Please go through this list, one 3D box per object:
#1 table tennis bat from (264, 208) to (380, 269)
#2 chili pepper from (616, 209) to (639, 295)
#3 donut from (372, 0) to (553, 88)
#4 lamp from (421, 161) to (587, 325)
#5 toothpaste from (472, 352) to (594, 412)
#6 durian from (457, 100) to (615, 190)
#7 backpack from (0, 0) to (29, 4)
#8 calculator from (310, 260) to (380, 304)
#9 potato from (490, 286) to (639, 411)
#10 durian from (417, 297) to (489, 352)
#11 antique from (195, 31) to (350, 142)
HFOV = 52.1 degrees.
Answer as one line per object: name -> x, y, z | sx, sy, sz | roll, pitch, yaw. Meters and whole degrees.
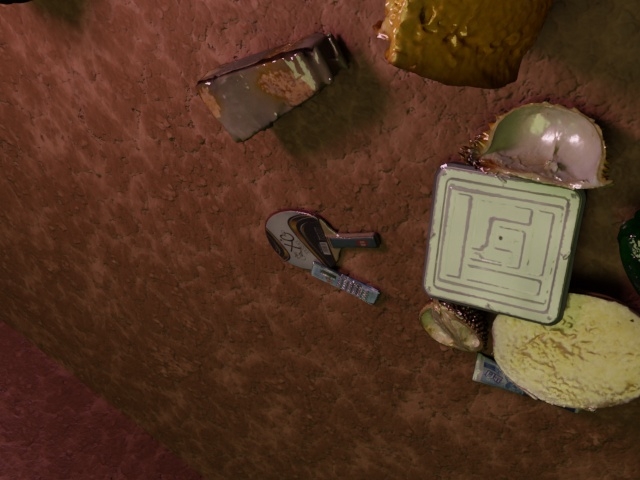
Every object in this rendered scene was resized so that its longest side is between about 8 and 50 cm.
table tennis bat -> 0.000, 0.000, 1.492 | 0.301, 0.022, 0.173 | 1, 128, 34
chili pepper -> 0.593, 0.059, 1.039 | 0.165, 0.174, 0.261 | -27, 103, 48
donut -> 0.119, -0.381, 0.861 | 0.435, 0.377, 0.163 | 42, 125, 20
lamp -> 0.327, 0.004, 1.199 | 0.266, 0.047, 0.269 | 12, 110, 24
toothpaste -> 0.467, 0.320, 1.438 | 0.268, 0.047, 0.069 | 16, 145, 26
durian -> 0.350, -0.144, 1.056 | 0.252, 0.139, 0.144 | 19, 129, 20
backpack -> -0.704, -0.674, 1.229 | 0.445, 0.255, 0.363 | 39, 131, 3
calculator -> 0.056, 0.100, 1.529 | 0.172, 0.018, 0.057 | 26, 141, 8
potato -> 0.486, 0.198, 1.250 | 0.299, 0.116, 0.239 | -4, 99, 32
durian -> 0.284, 0.154, 1.380 | 0.148, 0.091, 0.188 | -2, 137, 49
antique -> -0.081, -0.296, 1.220 | 0.284, 0.125, 0.150 | -14, 118, 40
